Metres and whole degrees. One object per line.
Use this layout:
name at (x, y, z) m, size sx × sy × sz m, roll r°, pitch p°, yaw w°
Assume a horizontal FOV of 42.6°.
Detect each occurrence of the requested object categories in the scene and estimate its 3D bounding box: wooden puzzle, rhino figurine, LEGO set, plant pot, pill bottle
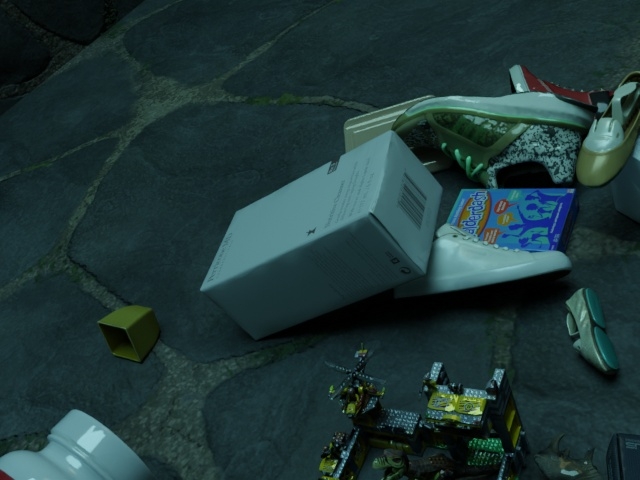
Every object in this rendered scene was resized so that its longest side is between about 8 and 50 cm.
wooden puzzle at (0.161, -0.202, 1.741) m, size 0.221 × 0.044 × 0.239 m, roll -16°, pitch 42°, yaw 11°
rhino figurine at (0.303, 0.331, 0.974) m, size 0.106 × 0.073 × 0.243 m, roll -13°, pitch 36°, yaw 17°
LEGO set at (0.111, 0.270, 1.055) m, size 0.331 × 0.192 × 0.255 m, roll 9°, pitch 48°, yaw 37°
plant pot at (-0.351, 0.166, 1.544) m, size 0.081 × 0.081 × 0.083 m, roll 7°, pitch 37°, yaw 36°
pill bottle at (-0.420, 0.441, 1.115) m, size 0.229 × 0.229 × 0.408 m, roll 13°, pitch 51°, yaw 40°

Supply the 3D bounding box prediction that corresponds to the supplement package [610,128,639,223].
supplement package at (0.598, -0.114, 1.288) m, size 0.203 × 0.149 × 0.194 m, roll -31°, pitch 36°, yaw -8°

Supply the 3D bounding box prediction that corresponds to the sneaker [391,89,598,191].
sneaker at (0.298, -0.168, 1.519) m, size 0.410 × 0.158 × 0.182 m, roll 2°, pitch 82°, yaw 41°

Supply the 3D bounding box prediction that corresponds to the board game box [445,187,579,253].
board game box at (0.323, -0.023, 1.419) m, size 0.210 × 0.047 × 0.160 m, roll 1°, pitch 44°, yaw 32°

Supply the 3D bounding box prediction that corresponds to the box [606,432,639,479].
box at (0.437, 0.310, 0.884) m, size 0.232 × 0.059 × 0.183 m, roll 5°, pitch 43°, yaw 9°

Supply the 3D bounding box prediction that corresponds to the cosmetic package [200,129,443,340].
cosmetic package at (0.000, 0.000, 1.388) m, size 0.385 × 0.156 × 0.217 m, roll -24°, pitch 32°, yaw 34°

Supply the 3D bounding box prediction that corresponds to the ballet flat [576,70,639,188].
ballet flat at (0.450, -0.178, 1.267) m, size 0.080 × 0.073 × 0.232 m, roll 9°, pitch 49°, yaw 40°

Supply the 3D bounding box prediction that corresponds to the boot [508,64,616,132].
boot at (0.480, -0.285, 1.625) m, size 0.176 × 0.088 × 0.244 m, roll -19°, pitch 45°, yaw 6°

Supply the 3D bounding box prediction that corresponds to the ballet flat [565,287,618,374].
ballet flat at (0.390, 0.139, 1.190) m, size 0.052 × 0.057 × 0.168 m, roll -39°, pitch 24°, yaw 30°

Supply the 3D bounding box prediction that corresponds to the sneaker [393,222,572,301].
sneaker at (0.250, 0.023, 1.320) m, size 0.290 × 0.106 × 0.123 m, roll -8°, pitch 76°, yaw 22°
